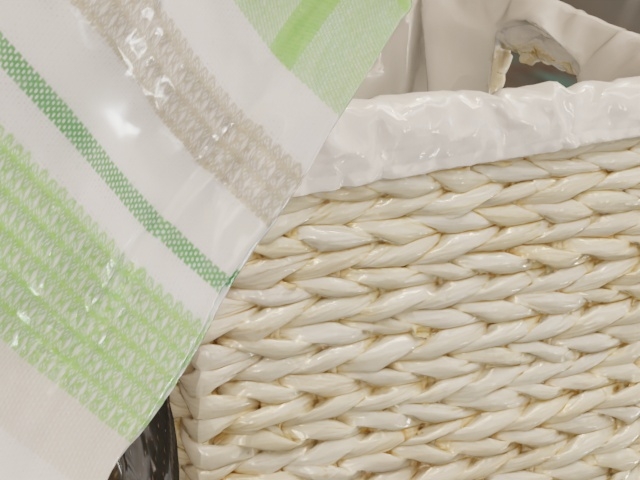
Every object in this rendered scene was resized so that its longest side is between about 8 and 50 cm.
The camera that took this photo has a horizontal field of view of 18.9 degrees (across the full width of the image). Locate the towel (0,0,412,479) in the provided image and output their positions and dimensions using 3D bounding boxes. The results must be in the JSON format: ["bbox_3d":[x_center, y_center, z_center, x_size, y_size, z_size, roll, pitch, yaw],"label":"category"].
[{"bbox_3d":[-0.043,-0.014,0.341,0.152,0.023,0.113,-57,144,-13],"label":"towel"}]

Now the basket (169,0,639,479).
[{"bbox_3d":[0.000,0.000,1.102,0.331,0.328,0.266,-7,111,-28],"label":"basket"}]

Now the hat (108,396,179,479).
[{"bbox_3d":[-0.130,-0.035,0.566,0.331,0.134,0.331,171,-90,-87],"label":"hat"}]
